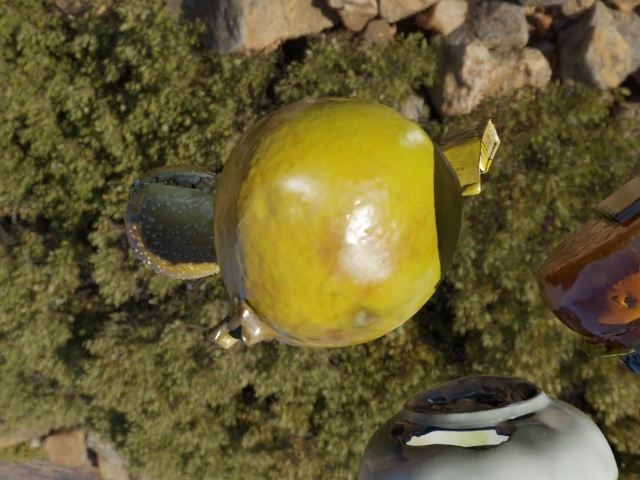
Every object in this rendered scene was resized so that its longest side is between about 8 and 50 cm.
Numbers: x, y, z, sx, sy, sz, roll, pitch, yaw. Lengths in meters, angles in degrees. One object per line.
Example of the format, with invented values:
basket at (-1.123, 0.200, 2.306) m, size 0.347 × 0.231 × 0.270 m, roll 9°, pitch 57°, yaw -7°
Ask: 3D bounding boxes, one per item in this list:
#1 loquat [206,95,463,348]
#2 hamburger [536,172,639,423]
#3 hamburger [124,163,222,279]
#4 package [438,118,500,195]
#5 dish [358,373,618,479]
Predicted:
loquat at (0.000, 0.000, 0.604) m, size 0.213 × 0.246 × 0.213 m, roll 38°, pitch 163°, yaw 14°
hamburger at (0.310, 0.032, 0.496) m, size 0.225 × 0.291 × 0.291 m, roll 50°, pitch 144°, yaw 6°
hamburger at (-0.221, -0.016, 1.164) m, size 0.189 × 0.122 × 0.215 m, roll 6°, pitch 134°, yaw 1°
package at (0.198, -0.115, 1.000) m, size 0.071 × 0.131 × 0.047 m, roll -4°, pitch 125°, yaw 33°
dish at (0.199, 0.244, 0.925) m, size 0.324 × 0.124 × 0.324 m, roll -8°, pitch 178°, yaw 0°
